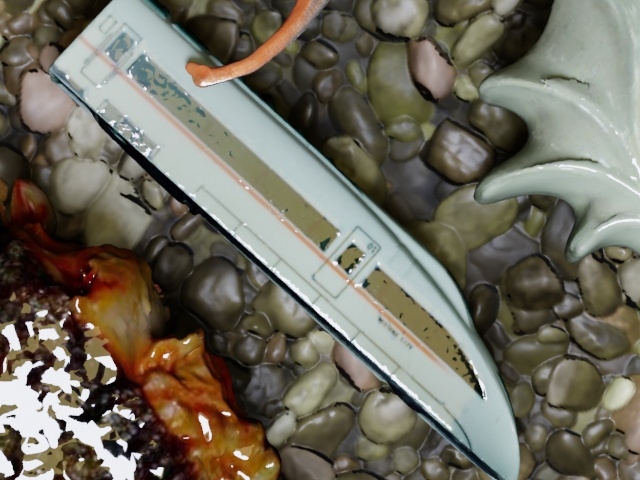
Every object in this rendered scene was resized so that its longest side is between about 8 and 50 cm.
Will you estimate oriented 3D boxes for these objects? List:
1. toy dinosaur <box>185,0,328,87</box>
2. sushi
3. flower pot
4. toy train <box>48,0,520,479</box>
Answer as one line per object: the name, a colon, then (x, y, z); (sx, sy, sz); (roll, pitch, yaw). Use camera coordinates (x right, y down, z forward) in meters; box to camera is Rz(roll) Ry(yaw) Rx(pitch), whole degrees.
toy dinosaur: (0.003, -0.209, 1.280); (0.279, 0.055, 0.101); (-45, 64, -7)
sushi: (-0.145, 0.125, 1.265); (0.182, 0.196, 0.343); (-36, 100, -18)
flower pot: (0.261, -0.141, 1.255); (0.254, 0.164, 0.367); (24, 91, 7)
toy train: (0.000, 0.000, 1.302); (0.407, 0.086, 0.088); (43, 85, -5)
